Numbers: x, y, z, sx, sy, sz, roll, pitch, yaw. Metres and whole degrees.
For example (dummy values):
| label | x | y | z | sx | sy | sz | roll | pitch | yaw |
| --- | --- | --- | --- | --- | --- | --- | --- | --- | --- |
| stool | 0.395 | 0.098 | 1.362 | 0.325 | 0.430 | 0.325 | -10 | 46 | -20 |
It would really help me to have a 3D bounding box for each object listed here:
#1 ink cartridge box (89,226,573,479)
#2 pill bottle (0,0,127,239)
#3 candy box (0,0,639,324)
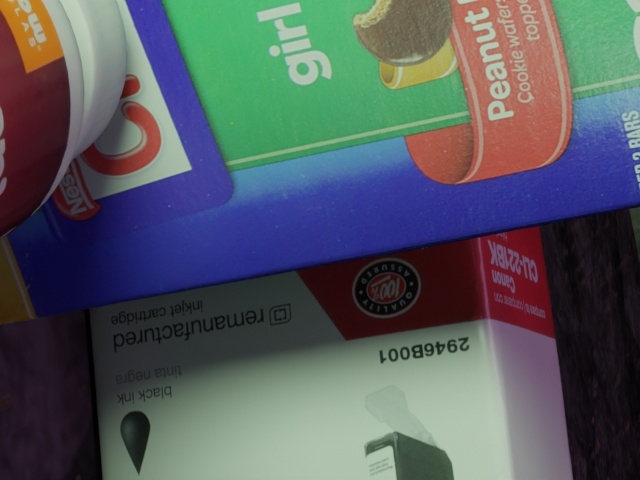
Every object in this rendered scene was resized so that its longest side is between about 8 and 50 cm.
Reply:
| label | x | y | z | sx | sy | sz | roll | pitch | yaw |
| --- | --- | --- | --- | --- | --- | --- | --- | --- | --- |
| ink cartridge box | 0.011 | 0.129 | 0.745 | 0.114 | 0.197 | 0.273 | 19 | 63 | -66 |
| pill bottle | -0.147 | -0.040 | 0.501 | 0.221 | 0.121 | 0.121 | -48 | 126 | -65 |
| candy box | -0.012 | -0.132 | 0.629 | 0.122 | 0.317 | 0.268 | -47 | 123 | -64 |
